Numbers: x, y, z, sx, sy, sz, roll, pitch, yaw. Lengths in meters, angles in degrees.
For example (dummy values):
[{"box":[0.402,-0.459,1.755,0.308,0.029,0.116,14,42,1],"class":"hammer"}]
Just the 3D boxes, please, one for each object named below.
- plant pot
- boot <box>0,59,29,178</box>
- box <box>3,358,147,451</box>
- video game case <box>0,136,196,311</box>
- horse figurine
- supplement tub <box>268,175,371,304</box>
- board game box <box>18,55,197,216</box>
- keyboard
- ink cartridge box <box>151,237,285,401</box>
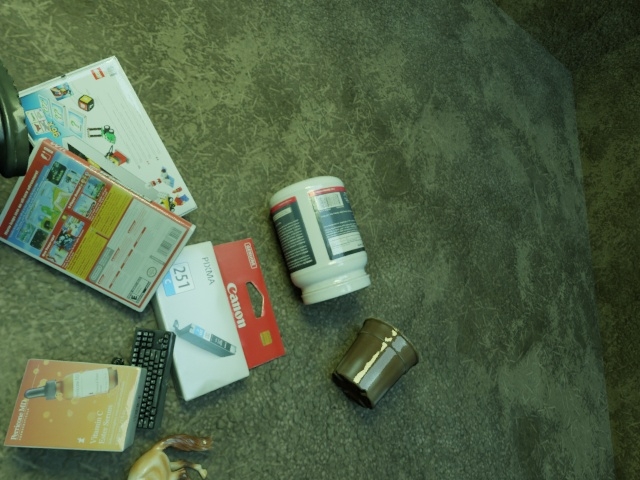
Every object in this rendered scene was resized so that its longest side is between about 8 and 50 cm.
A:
[{"box":[0.126,0.307,1.046,0.165,0.167,0.167,-45,102,-28],"class":"plant pot"},{"box":[-0.566,-0.201,0.532,0.260,0.131,0.348,-28,79,-45],"class":"boot"},{"box":[-0.393,0.270,0.707,0.171,0.091,0.130,8,70,-12],"class":"box"},{"box":[-0.399,-0.017,0.763,0.285,0.204,0.025,33,15,-15],"class":"video game case"},{"box":[-0.293,0.453,0.748,0.174,0.066,0.263,43,46,-22],"class":"horse figurine"},{"box":[0.000,0.000,1.027,0.191,0.191,0.272,-14,84,-36],"class":"supplement tub"},{"box":[-0.389,-0.152,0.793,0.193,0.053,0.305,-30,116,-16],"class":"board game box"},{"box":[-0.337,0.254,0.791,0.108,0.023,0.180,7,80,-1],"class":"keyboard"},{"box":[-0.210,0.148,0.917,0.261,0.066,0.296,-14,84,-35],"class":"ink cartridge box"}]
